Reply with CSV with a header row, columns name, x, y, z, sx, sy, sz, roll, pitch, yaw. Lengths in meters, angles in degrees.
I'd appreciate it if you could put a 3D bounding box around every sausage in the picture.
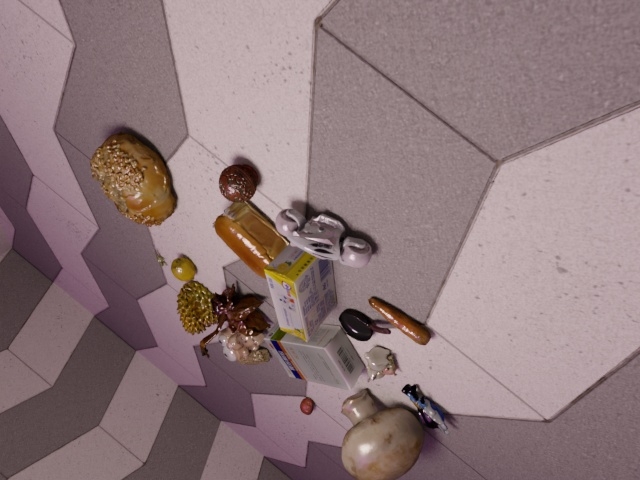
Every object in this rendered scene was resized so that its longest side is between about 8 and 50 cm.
name,x,y,z,sx,sy,sz,roll,pitch,yaw
sausage,-0.057,0.730,1.937,0.054,0.059,0.094,25,142,20

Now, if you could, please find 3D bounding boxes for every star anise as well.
name,x,y,z,sx,sy,sz,roll,pitch,yaw
star anise,-0.323,0.299,1.596,0.237,0.148,0.346,42,105,-15

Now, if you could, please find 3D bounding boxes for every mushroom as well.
name,x,y,z,sx,sy,sz,roll,pitch,yaw
mushroom,0.196,0.660,1.513,0.297,0.298,0.290,89,159,-46

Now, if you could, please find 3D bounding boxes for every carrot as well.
name,x,y,z,sx,sy,sz,roll,pitch,yaw
carrot,0.205,0.212,1.167,0.191,0.047,0.047,33,144,11

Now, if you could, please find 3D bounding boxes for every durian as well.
name,x,y,z,sx,sy,sz,roll,pitch,yaw
durian,-0.489,0.289,1.823,0.187,0.153,0.260,-12,132,19

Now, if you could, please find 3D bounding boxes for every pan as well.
name,x,y,z,sx,sy,sz,roll,pitch,yaw
pan,0.133,0.244,1.266,0.115,0.040,0.212,53,149,-16

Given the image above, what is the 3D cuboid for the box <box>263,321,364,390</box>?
name,x,y,z,sx,sy,sz,roll,pitch,yaw
box,-0.025,0.383,1.500,0.300,0.106,0.200,-5,123,43

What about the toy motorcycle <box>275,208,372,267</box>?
name,x,y,z,sx,sy,sz,roll,pitch,yaw
toy motorcycle,0.000,0.000,1.063,0.254,0.112,0.112,25,142,13

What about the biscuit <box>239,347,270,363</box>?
name,x,y,z,sx,sy,sz,roll,pitch,yaw
biscuit,-0.284,0.493,1.877,0.168,0.082,0.070,-22,69,50

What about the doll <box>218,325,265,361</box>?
name,x,y,z,sx,sy,sz,roll,pitch,yaw
doll,-0.319,0.393,1.773,0.154,0.119,0.278,54,138,6

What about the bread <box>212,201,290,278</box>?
name,x,y,z,sx,sy,sz,roll,pitch,yaw
bread,-0.188,0.004,1.248,0.241,0.107,0.136,45,147,-7

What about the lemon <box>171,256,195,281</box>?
name,x,y,z,sx,sy,sz,roll,pitch,yaw
lemon,-0.520,0.113,1.679,0.082,0.082,0.110,4,137,39

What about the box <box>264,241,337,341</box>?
name,x,y,z,sx,sy,sz,roll,pitch,yaw
box,-0.046,0.130,1.205,0.097,0.168,0.265,22,142,28

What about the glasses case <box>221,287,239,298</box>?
name,x,y,z,sx,sy,sz,roll,pitch,yaw
glasses case,-0.356,0.254,1.708,0.073,0.049,0.194,34,144,8

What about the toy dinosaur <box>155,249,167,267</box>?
name,x,y,z,sx,sy,sz,roll,pitch,yaw
toy dinosaur,-0.657,0.080,1.811,0.041,0.026,0.113,45,156,22

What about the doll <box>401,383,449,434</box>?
name,x,y,z,sx,sy,sz,roll,pitch,yaw
doll,0.333,0.533,1.374,0.195,0.070,0.096,49,159,0

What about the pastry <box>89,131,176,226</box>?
name,x,y,z,sx,sy,sz,roll,pitch,yaw
pastry,-0.589,-0.174,1.373,0.255,0.162,0.310,20,141,22

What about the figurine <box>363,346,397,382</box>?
name,x,y,z,sx,sy,sz,roll,pitch,yaw
figurine,0.183,0.398,1.351,0.098,0.081,0.146,19,139,27

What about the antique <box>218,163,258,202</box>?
name,x,y,z,sx,sy,sz,roll,pitch,yaw
antique,-0.210,-0.143,1.117,0.104,0.104,0.104,24,141,21
